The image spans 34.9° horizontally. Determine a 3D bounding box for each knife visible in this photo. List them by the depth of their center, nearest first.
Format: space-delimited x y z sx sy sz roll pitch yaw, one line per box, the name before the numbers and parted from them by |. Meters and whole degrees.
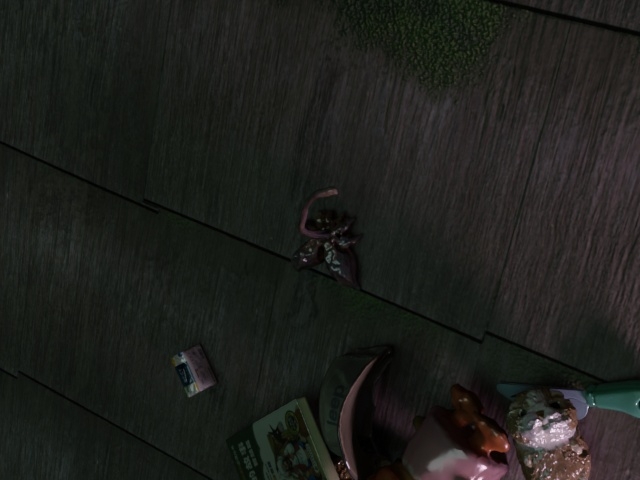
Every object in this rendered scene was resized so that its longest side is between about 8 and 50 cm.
knife | 0.383 0.238 1.517 0.260 0.035 0.063 -6 111 40

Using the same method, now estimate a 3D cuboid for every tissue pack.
tissue pack | -0.235 0.242 1.891 0.042 0.062 0.083 -28 86 29

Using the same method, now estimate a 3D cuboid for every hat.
hat | 0.034 0.267 1.625 0.149 0.245 0.214 5 84 28

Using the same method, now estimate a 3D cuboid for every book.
book | -0.063 0.405 1.782 0.264 0.027 0.202 -37 71 49

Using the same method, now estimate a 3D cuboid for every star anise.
star anise | 0.000 0.000 1.601 0.218 0.227 0.148 -40 72 21

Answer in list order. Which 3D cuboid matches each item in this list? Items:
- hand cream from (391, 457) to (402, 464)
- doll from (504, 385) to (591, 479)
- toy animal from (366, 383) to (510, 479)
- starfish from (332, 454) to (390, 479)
hand cream | 0.222 0.436 1.648 0.256 0.055 0.088 28 108 22
doll | 0.346 0.319 1.505 0.105 0.115 0.221 -23 97 -1
toy animal | 0.171 0.369 1.570 0.281 0.169 0.195 -44 33 4
starfish | 0.026 0.435 1.769 0.238 0.071 0.215 34 112 29
